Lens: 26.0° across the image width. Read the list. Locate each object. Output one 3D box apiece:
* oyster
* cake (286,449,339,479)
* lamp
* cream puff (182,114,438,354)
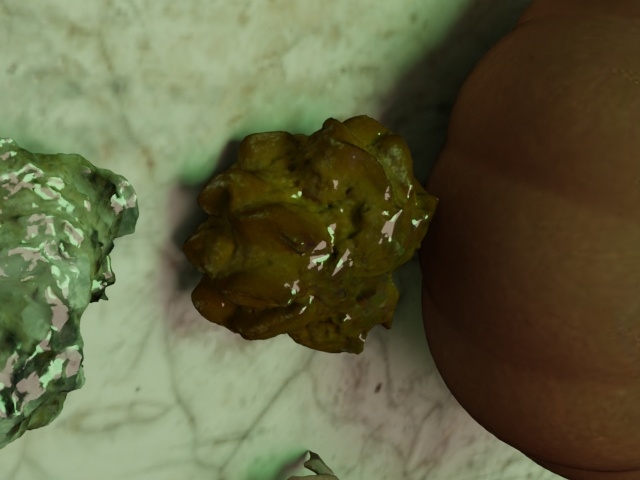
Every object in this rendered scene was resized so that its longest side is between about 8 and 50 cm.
[{"bbox_3d":[-0.144,0.040,0.555,0.125,0.064,0.177,29,90,-40],"label":"oyster"},{"bbox_3d":[0.089,0.332,0.745,0.306,0.314,0.293,30,89,-49],"label":"cake"},{"bbox_3d":[0.196,-0.007,0.727,0.305,0.239,0.305,-27,129,-39],"label":"lamp"},{"bbox_3d":[0.000,0.000,0.651,0.122,0.094,0.116,-52,139,-18],"label":"cream puff"}]
